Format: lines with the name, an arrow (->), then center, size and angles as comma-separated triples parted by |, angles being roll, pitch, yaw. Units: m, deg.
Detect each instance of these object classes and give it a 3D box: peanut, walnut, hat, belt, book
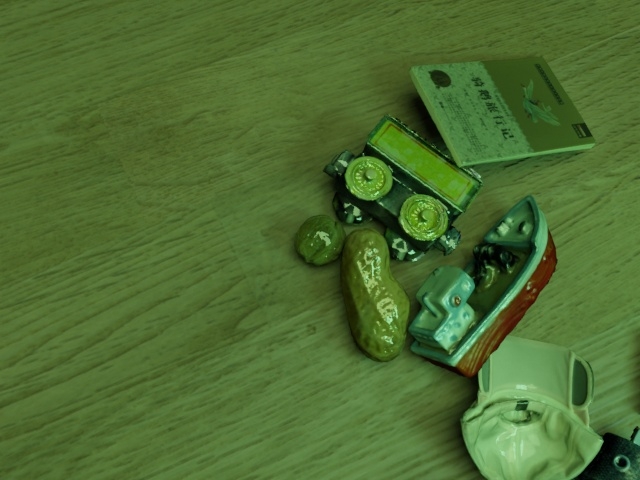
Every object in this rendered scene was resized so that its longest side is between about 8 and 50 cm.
peanut -> 0.091, 0.089, 1.090 | 0.108, 0.095, 0.226 | -16, 83, 21
walnut -> 0.000, 0.000, 1.126 | 0.092, 0.092, 0.092 | 1, 75, -5
hat -> 0.329, 0.273, 1.085 | 0.219, 0.164, 0.226 | 11, 35, 2
belt -> 0.529, 0.400, 1.040 | 0.218, 0.122, 0.128 | 44, 72, 8
book -> 0.332, -0.241, 1.190 | 0.310, 0.021, 0.217 | -11, 64, -24

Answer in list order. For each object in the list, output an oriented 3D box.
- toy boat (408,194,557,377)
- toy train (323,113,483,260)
toy boat -> 0.271, 0.058, 1.086 | 0.133, 0.145, 0.332 | 47, 73, -19
toy train -> 0.139, -0.084, 1.137 | 0.261, 0.134, 0.177 | 36, 66, 4
